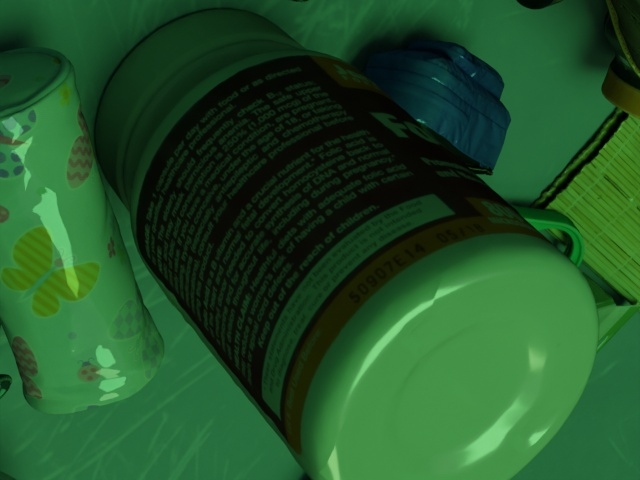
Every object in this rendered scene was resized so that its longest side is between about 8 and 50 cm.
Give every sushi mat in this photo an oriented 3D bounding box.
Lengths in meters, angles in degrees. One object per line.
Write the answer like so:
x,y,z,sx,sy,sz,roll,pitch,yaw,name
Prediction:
0.339,-0.015,1.696,0.151,0.019,0.316,-48,135,6,sushi mat

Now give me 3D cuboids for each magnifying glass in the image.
0.169,-0.014,1.566,0.092,0.026,0.231,-40,133,17,magnifying glass

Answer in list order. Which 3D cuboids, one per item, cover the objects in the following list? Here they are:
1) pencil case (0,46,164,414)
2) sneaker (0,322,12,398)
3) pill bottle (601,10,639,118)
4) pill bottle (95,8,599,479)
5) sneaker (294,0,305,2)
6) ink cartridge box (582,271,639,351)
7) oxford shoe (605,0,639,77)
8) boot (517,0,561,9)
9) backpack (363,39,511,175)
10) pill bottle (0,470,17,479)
-0.200,-0.005,1.223,0.113,0.124,0.273,-14,122,1,pencil case
-0.303,0.045,1.258,0.125,0.104,0.262,-40,140,-35,sneaker
0.330,-0.223,1.455,0.130,0.130,0.245,0,121,-35,pill bottle
0.000,0.000,1.203,0.224,0.392,0.224,-19,132,-23,pill bottle
-0.043,-0.279,1.207,0.098,0.083,0.223,-54,143,-19,sneaker
0.225,0.109,1.664,0.171,0.056,0.235,-49,165,15,ink cartridge box
0.298,-0.177,1.318,0.130,0.133,0.364,-40,122,12,oxford shoe
0.219,-0.303,1.373,0.106,0.082,0.219,-22,134,-46,boot
0.088,-0.118,1.392,0.120,0.098,0.101,23,78,-43,backpack
-0.300,0.354,1.411,0.181,0.181,0.323,-21,131,-21,pill bottle
